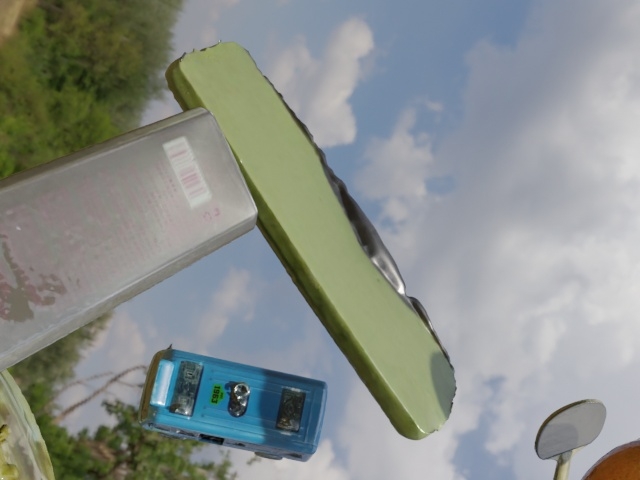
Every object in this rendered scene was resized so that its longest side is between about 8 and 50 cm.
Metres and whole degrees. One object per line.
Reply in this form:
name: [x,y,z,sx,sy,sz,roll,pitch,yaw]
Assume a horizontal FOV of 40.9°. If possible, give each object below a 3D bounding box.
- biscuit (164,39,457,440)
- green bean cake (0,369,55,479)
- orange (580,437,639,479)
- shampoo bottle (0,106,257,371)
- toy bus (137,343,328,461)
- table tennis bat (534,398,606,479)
biscuit: [0.000,0.000,0.624,0.038,0.322,0.099,-28,-172,35]
green bean cake: [-0.294,0.174,0.542,0.285,0.202,0.310,-19,-92,45]
orange: [0.404,0.343,1.016,0.224,0.224,0.170,-64,-153,8]
shampoo bottle: [-0.142,0.007,0.435,0.079,0.080,0.246,-20,-172,43]
toy bus: [-0.118,0.220,1.156,0.134,0.246,0.114,119,-17,-71]
table tennis bat: [0.452,0.371,1.564,0.022,0.138,0.247,-115,-167,-45]
